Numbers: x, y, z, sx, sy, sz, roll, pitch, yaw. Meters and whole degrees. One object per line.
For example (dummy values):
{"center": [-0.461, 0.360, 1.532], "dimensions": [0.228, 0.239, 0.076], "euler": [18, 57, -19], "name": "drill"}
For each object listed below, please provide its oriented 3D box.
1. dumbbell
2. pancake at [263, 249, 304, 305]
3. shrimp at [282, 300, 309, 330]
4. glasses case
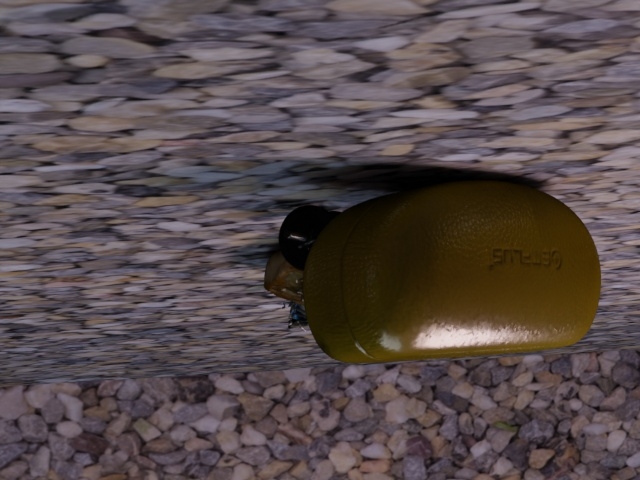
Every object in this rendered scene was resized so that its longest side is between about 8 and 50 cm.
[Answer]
{"center": [0.000, 0.000, 1.808], "dimensions": [0.069, 0.069, 0.147], "euler": [-10, 171, 26], "name": "dumbbell"}
{"center": [0.127, 0.031, 2.079], "dimensions": [0.382, 0.071, 0.382], "euler": [-5, 170, -1], "name": "pancake"}
{"center": [-0.001, 0.071, 2.353], "dimensions": [0.082, 0.076, 0.174], "euler": [-48, -167, -33], "name": "shrimp"}
{"center": [0.148, 0.029, 1.741], "dimensions": [0.141, 0.173, 0.371], "euler": [-12, 172, 41], "name": "glasses case"}
